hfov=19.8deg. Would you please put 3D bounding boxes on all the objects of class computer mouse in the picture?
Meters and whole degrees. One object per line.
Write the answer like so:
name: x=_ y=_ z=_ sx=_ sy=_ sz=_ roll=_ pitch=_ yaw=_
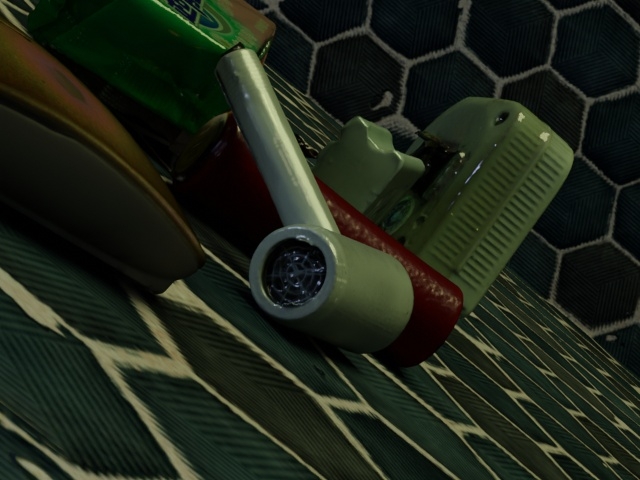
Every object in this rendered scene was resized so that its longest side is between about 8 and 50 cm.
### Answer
computer mouse: x=-0.171 y=-0.075 z=0.914 sx=0.310 sy=0.072 sz=0.158 roll=34 pitch=8 yaw=-44

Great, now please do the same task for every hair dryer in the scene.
hair dryer: x=-0.021 y=-0.041 z=1.251 sx=0.131 sy=0.073 sz=0.236 roll=26 pitch=40 yaw=-63

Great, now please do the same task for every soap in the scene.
soap: x=-0.135 y=-0.172 z=1.505 sx=0.218 sy=0.098 sz=0.273 roll=32 pitch=15 yaw=-4
soap: x=0.028 y=-0.046 z=1.667 sx=0.066 sy=0.119 sz=0.198 roll=44 pitch=7 yaw=6

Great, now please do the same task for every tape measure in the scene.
tape measure: x=0.118 y=-0.031 z=1.801 sx=0.115 sy=0.235 sz=0.207 roll=39 pitch=-7 yaw=-23

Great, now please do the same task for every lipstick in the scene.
lipstick: x=0.000 y=0.000 z=1.368 sx=0.241 sy=0.080 sz=0.080 roll=39 pitch=6 yaw=-20

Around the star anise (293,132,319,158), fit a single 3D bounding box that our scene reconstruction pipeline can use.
star anise: x=-0.083 y=-0.106 z=1.690 sx=0.157 sy=0.053 sz=0.212 roll=35 pitch=7 yaw=24
